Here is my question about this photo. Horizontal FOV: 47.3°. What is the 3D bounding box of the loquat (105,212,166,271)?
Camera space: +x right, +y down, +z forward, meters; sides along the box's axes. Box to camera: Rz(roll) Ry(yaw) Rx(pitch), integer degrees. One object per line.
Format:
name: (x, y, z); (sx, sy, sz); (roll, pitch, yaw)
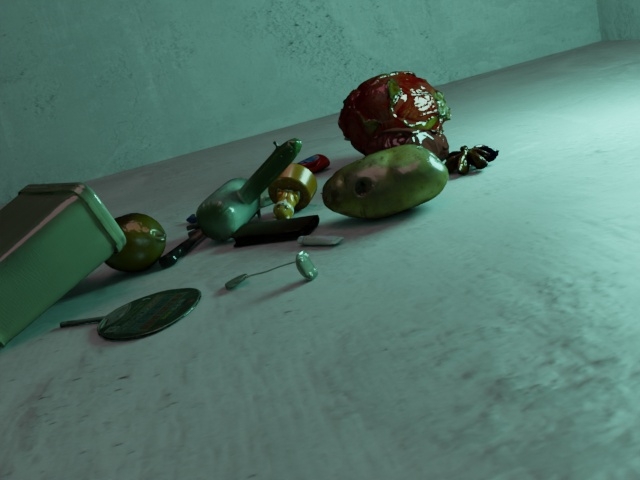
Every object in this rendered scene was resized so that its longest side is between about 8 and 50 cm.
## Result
loquat: (-0.446, 0.004, 1.754); (0.195, 0.152, 0.152); (-15, 12, 39)

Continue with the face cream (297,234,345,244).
face cream: (0.000, 0.000, 1.596); (0.115, 0.020, 0.038); (2, 22, 38)

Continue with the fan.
fan: (-0.372, 0.155, 1.420); (0.294, 0.012, 0.223); (-17, 17, -8)

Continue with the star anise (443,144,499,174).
star anise: (0.388, -0.214, 1.910); (0.167, 0.057, 0.168); (-12, 15, 3)

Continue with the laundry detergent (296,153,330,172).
laundry detergent: (-0.053, -0.231, 2.372); (0.165, 0.049, 0.097); (-29, 25, -34)

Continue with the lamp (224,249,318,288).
lamp: (-0.101, 0.073, 1.440); (0.198, 0.056, 0.050); (-19, 14, 28)

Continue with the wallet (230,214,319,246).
wallet: (-0.110, -0.024, 1.753); (0.198, 0.031, 0.110); (-7, 18, 25)

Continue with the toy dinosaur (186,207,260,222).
toy dinosaur: (-0.268, -0.077, 2.053); (0.188, 0.075, 0.247); (-29, 25, -14)

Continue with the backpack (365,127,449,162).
backpack: (0.227, -0.247, 2.008); (0.229, 0.139, 0.229); (-12, 18, 4)

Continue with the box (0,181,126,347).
box: (-0.661, 0.044, 1.609); (0.351, 0.177, 0.344); (4, 44, 47)

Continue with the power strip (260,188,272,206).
power strip: (-0.175, -0.134, 2.172); (0.081, 0.035, 0.192); (-21, 18, -24)

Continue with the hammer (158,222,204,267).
hammer: (-0.328, 0.003, 1.849); (0.111, 0.033, 0.288); (-8, 17, 18)

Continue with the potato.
potato: (0.148, -0.130, 1.695); (0.296, 0.141, 0.192); (-11, 33, 10)

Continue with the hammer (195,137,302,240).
hammer: (-0.164, -0.144, 1.816); (0.335, 0.119, 0.206); (-43, 6, 31)

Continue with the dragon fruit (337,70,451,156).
dragon fruit: (0.220, -0.381, 2.250); (0.342, 0.278, 0.277); (-12, 15, 28)

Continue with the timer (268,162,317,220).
timer: (-0.086, -0.106, 1.900); (0.132, 0.132, 0.152); (-8, 40, 22)
